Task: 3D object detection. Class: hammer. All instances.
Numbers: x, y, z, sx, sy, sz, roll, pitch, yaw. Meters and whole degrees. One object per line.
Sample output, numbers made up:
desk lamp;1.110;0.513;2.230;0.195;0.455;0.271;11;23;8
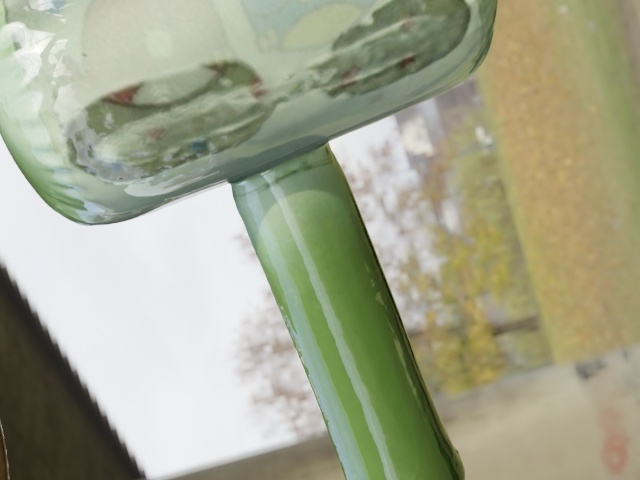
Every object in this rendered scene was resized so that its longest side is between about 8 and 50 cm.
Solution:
hammer;0.000;0.000;0.750;0.119;0.206;0.335;-112;1;-58

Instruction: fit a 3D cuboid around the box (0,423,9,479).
box;-0.322;0.122;0.949;0.301;0.216;0.301;45;-143;-49
